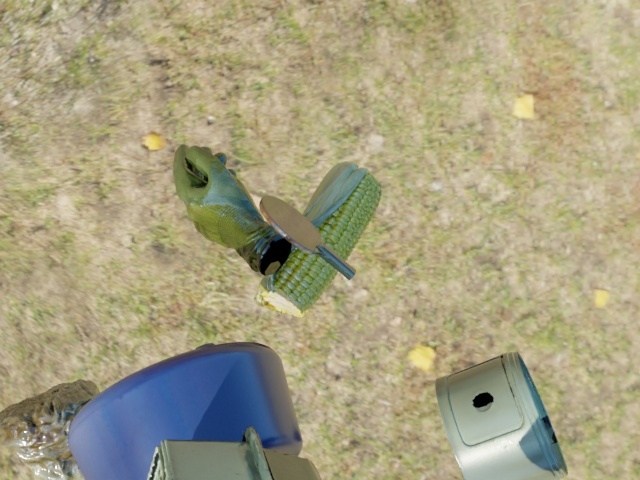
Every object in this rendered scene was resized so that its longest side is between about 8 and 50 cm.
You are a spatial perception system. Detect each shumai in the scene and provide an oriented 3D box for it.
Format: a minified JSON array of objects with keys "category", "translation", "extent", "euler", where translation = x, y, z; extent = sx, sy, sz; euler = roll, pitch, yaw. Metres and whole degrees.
[{"category":"shumai","translation":[-0.412,0.324,1.428],"extent":[0.166,0.206,0.175],"euler":[-19,98,4]}]

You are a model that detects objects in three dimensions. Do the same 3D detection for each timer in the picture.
[{"category":"timer","translation":[-0.103,0.337,1.028],"extent":[0.270,0.270,0.383],"euler":[-13,64,-29]}]

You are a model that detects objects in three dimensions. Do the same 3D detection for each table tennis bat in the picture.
[{"category":"table tennis bat","translation":[-0.017,-0.004,1.179],"extent":[0.158,0.095,0.014],"euler":[40,109,-6]}]

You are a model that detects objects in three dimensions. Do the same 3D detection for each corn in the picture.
[{"category":"corn","translation":[-0.004,-0.002,1.594],"extent":[0.122,0.123,0.305],"euler":[40,74,-21]}]

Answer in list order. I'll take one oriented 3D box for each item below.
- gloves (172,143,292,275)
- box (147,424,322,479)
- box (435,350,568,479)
[{"category":"gloves","translation":[-0.144,-0.053,1.339],"extent":[0.107,0.268,0.135],"euler":[-25,144,-18]},{"category":"box","translation":[-0.071,0.318,0.782],"extent":[0.166,0.290,0.220],"euler":[9,111,-19]},{"category":"box","translation":[0.305,0.314,1.524],"extent":[0.149,0.226,0.226],"euler":[-23,110,12]}]
